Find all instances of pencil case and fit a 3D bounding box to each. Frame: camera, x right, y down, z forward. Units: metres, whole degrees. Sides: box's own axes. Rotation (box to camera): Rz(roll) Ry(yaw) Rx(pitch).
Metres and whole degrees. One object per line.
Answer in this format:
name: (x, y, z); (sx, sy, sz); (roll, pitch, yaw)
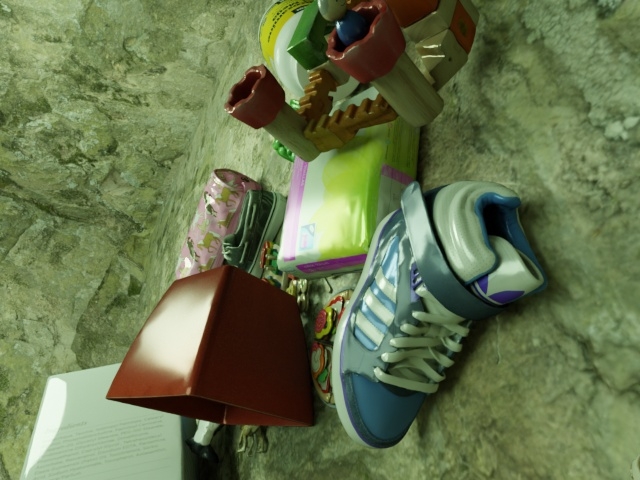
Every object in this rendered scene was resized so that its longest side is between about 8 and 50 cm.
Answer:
pencil case: (-0.315, -0.032, 1.467); (0.160, 0.167, 0.386); (-57, -8, -71)

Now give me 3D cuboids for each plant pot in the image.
plant pot: (-0.180, 0.196, 0.885); (0.267, 0.267, 0.236); (-17, 55, 38)

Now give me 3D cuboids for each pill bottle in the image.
pill bottle: (-0.022, -0.422, 1.061); (0.188, 0.187, 0.334); (-63, 28, 23)

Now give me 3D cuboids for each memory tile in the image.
memory tile: (-0.049, 0.092, 0.993); (0.148, 0.012, 0.113); (158, 118, -70)

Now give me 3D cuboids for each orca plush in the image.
orca plush: (-0.174, 0.346, 1.060); (0.151, 0.102, 0.287); (13, 81, 38)

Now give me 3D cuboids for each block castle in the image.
block castle: (0.052, -0.364, 0.703); (0.303, 0.213, 0.453); (-6, 56, 45)

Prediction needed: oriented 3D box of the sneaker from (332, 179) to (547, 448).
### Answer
sneaker: (0.130, 0.085, 0.536); (0.236, 0.130, 0.323); (-19, 54, 64)

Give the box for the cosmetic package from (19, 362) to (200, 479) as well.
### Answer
cosmetic package: (-0.466, 0.541, 1.137); (0.394, 0.327, 0.329); (-117, 22, -55)

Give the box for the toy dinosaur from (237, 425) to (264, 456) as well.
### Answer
toy dinosaur: (-0.141, 0.391, 0.999); (0.183, 0.053, 0.093); (-46, 36, 45)

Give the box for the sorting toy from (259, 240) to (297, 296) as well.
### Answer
sorting toy: (-0.107, 0.080, 1.075); (0.274, 0.046, 0.132); (-159, 76, -70)

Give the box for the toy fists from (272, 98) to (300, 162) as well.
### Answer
toy fists: (-0.039, -0.242, 1.102); (0.279, 0.096, 0.142); (38, 111, 61)

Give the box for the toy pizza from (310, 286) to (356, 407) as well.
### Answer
toy pizza: (0.026, 0.175, 0.808); (0.201, 0.032, 0.201); (-40, 42, 49)

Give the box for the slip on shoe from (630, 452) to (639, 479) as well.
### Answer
slip on shoe: (0.260, 0.208, 0.316); (0.135, 0.051, 0.041); (-118, 9, -45)

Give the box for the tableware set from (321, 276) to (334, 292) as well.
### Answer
tableware set: (0.000, 0.000, 0.950); (0.128, 0.039, 0.194); (-64, 28, 20)

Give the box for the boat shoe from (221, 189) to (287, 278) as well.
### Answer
boat shoe: (-0.202, 0.015, 1.253); (0.335, 0.119, 0.121); (-67, 27, 14)

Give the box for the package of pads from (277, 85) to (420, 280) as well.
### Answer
package of pads: (0.048, -0.093, 0.790); (0.229, 0.101, 0.297); (-13, 63, 47)
